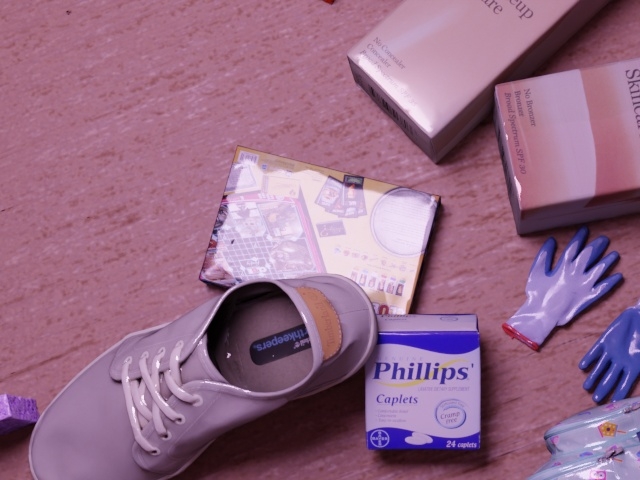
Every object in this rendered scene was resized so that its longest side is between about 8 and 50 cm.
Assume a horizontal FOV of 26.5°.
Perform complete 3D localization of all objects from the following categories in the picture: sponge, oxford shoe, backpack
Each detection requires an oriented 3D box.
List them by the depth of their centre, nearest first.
[{"bbox_3d":[0.302,0.247,1.422,0.188,0.166,0.144,-26,77,-2],"label":"backpack"},{"bbox_3d":[-0.150,0.156,1.460,0.449,0.130,0.169,-27,77,21],"label":"oxford shoe"},{"bbox_3d":[-0.429,0.223,1.526,0.210,0.117,0.031,-19,80,2],"label":"sponge"}]

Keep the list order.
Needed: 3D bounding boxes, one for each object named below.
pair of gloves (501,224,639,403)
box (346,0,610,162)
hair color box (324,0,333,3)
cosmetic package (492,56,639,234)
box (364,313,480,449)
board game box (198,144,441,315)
[{"bbox_3d":[0.313,0.086,1.522,0.198,0.023,0.159,37,88,11],"label":"pair of gloves"},{"bbox_3d":[0.192,-0.252,1.541,0.311,0.121,0.148,-44,77,-2],"label":"box"},{"bbox_3d":[-0.038,-0.365,1.619,0.167,0.053,0.093,29,85,11],"label":"hair color box"},{"bbox_3d":[0.349,-0.114,1.497,0.296,0.129,0.153,-12,77,3],"label":"cosmetic package"},{"bbox_3d":[0.111,0.154,1.483,0.126,0.072,0.137,-1,103,5],"label":"box"},{"bbox_3d":[0.000,0.000,1.558,0.243,0.042,0.165,15,82,8],"label":"board game box"}]
